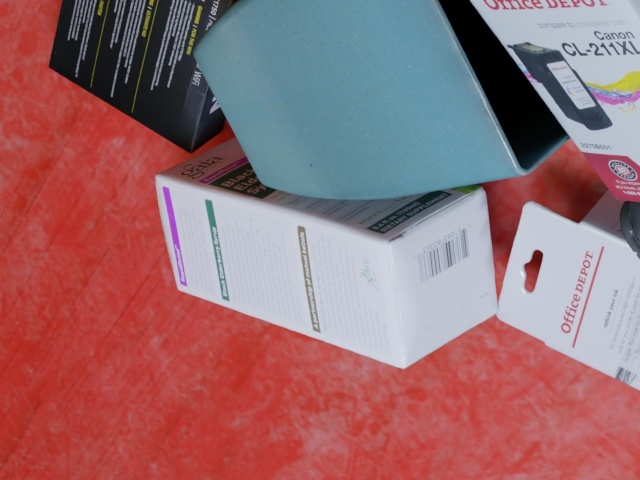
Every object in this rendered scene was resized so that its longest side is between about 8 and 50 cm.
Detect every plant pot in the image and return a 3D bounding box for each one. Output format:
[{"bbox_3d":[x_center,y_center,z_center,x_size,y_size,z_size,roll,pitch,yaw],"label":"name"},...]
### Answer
[{"bbox_3d":[0.045,-0.121,1.158,0.234,0.165,0.165,-16,107,46],"label":"plant pot"}]

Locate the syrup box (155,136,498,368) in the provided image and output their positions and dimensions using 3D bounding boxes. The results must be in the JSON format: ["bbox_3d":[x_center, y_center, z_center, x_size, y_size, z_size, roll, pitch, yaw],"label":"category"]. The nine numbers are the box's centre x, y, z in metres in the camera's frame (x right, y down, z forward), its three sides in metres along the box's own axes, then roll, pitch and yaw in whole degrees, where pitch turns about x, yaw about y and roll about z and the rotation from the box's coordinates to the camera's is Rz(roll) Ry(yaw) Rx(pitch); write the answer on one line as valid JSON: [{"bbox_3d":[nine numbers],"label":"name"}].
[{"bbox_3d":[0.000,0.000,1.267,0.237,0.093,0.096,18,125,44],"label":"syrup box"}]

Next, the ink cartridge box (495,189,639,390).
[{"bbox_3d":[0.212,0.037,1.200,0.180,0.060,0.104,26,129,20],"label":"ink cartridge box"}]

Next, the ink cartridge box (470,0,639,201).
[{"bbox_3d":[0.175,-0.103,1.013,0.175,0.072,0.127,49,159,-26],"label":"ink cartridge box"}]

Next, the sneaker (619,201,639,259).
[{"bbox_3d":[0.338,0.001,1.060,0.330,0.122,0.146,21,124,15],"label":"sneaker"}]

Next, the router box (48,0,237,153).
[{"bbox_3d":[-0.114,-0.167,1.316,0.133,0.046,0.179,32,131,15],"label":"router box"}]
